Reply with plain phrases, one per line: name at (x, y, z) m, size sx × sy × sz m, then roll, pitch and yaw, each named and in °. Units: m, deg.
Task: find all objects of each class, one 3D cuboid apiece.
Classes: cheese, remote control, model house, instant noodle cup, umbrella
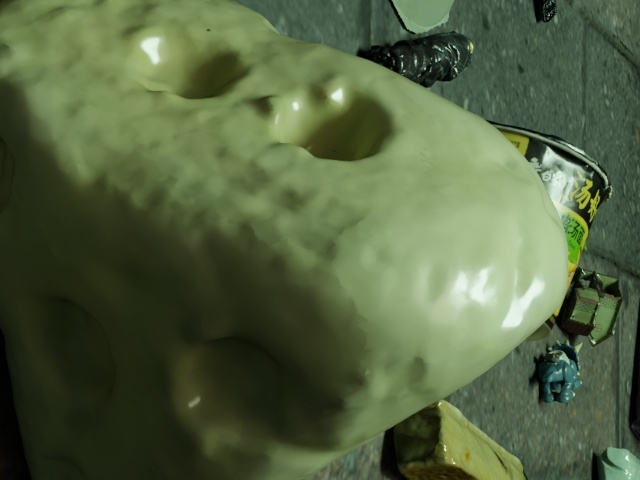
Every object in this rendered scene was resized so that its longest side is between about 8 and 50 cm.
cheese at (-0.030, -0.006, 0.536) m, size 0.173 × 0.247 × 0.251 m, roll -39°, pitch 114°, yaw -57°
remote control at (0.209, -0.257, 1.209) m, size 0.039 × 0.014 × 0.096 m, roll -43°, pitch 126°, yaw -54°
model house at (0.265, 0.071, 1.250) m, size 0.083 × 0.057 × 0.058 m, roll -71°, pitch 176°, yaw -67°
instant noodle cup at (0.122, -0.003, 0.913) m, size 0.151 × 0.151 × 0.122 m, roll 41°, pitch 64°, yaw -52°
umbrella at (0.076, -0.132, 0.934) m, size 0.144 × 0.037 × 0.040 m, roll -25°, pitch 96°, yaw -56°

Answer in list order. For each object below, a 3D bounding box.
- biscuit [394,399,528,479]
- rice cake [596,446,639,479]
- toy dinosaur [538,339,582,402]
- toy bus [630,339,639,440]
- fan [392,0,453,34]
biscuit at (0.110, 0.169, 0.955) m, size 0.188 × 0.052 × 0.056 m, roll 42°, pitch 39°, yaw -53°
rice cake at (0.351, 0.270, 1.388) m, size 0.245 × 0.042 × 0.045 m, roll 36°, pitch 46°, yaw -56°
toy dinosaur at (0.221, 0.120, 1.180) m, size 0.083 × 0.030 × 0.047 m, roll -37°, pitch 118°, yaw -57°
toy bus at (0.413, 0.151, 1.460) m, size 0.087 × 0.098 × 0.178 m, roll 49°, pitch 44°, yaw -50°
fan at (0.098, -0.293, 1.015) m, size 0.310 × 0.010 × 0.182 m, roll -60°, pitch 137°, yaw -43°
